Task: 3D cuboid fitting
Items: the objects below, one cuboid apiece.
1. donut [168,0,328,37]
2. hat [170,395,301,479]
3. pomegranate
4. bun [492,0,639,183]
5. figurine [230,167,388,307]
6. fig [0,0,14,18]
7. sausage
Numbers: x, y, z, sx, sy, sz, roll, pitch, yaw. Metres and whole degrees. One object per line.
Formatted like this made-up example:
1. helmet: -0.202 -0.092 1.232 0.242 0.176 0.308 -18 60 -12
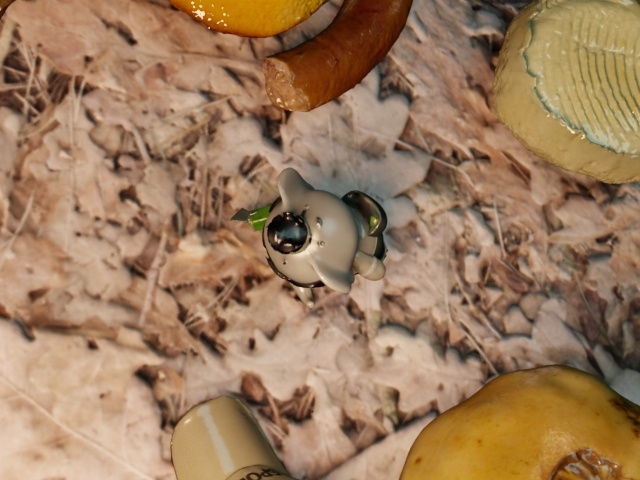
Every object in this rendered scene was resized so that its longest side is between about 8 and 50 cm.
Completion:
1. donut: -0.093 -0.325 1.537 0.253 0.118 0.253 16 38 -13
2. hat: -0.066 0.227 1.322 0.147 0.085 0.175 -21 81 -36
3. pomegranate: 0.226 0.287 1.341 0.333 0.332 0.332 13 61 -26
4. bun: 0.321 -0.182 1.716 0.259 0.152 0.259 7 65 -15
5. figurine: 0.000 0.000 1.444 0.147 0.126 0.192 59 19 20
6. fig: -0.256 -0.338 1.366 0.286 0.368 0.286 24 19 -9
7. sausage: 0.034 -0.242 1.615 0.103 0.076 0.302 50 50 -15
